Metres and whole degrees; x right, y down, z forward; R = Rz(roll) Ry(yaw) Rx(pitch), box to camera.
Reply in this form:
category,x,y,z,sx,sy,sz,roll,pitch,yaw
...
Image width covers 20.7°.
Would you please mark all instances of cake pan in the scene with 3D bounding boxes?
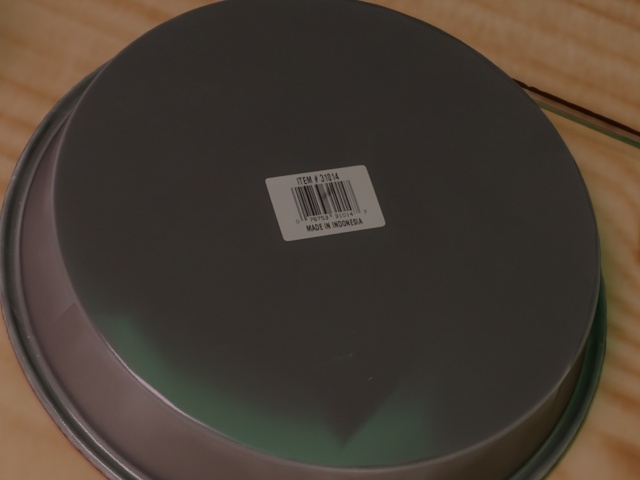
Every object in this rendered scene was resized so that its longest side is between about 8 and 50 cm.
category,x,y,z,sx,sy,sz,roll,pitch,yaw
cake pan,0.000,0.000,0.808,0.293,0.054,0.293,6,58,-10
